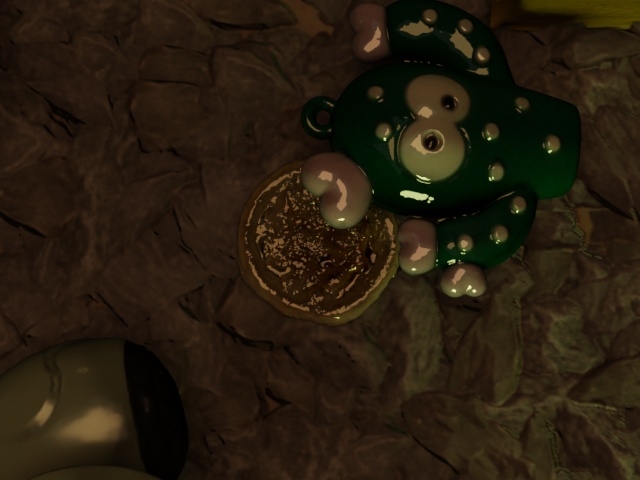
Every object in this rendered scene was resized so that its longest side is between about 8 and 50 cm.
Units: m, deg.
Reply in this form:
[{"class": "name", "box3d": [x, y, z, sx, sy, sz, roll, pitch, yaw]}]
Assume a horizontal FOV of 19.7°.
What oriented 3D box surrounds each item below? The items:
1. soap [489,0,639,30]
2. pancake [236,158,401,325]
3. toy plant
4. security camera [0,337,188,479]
[{"class": "soap", "box3d": [0.296, -0.352, 1.604, 0.293, 0.156, 0.335, 3, 83, 5]}, {"class": "pancake", "box3d": [0.000, 0.000, 1.628, 0.152, 0.025, 0.151, 0, 83, 1]}, {"class": "toy plant", "box3d": [0.100, -0.087, 1.593, 0.243, 0.112, 0.232, 31, 72, -1]}, {"class": "security camera", "box3d": [-0.191, 0.203, 1.508, 0.191, 0.197, 0.277, -17, 45, 4]}]
